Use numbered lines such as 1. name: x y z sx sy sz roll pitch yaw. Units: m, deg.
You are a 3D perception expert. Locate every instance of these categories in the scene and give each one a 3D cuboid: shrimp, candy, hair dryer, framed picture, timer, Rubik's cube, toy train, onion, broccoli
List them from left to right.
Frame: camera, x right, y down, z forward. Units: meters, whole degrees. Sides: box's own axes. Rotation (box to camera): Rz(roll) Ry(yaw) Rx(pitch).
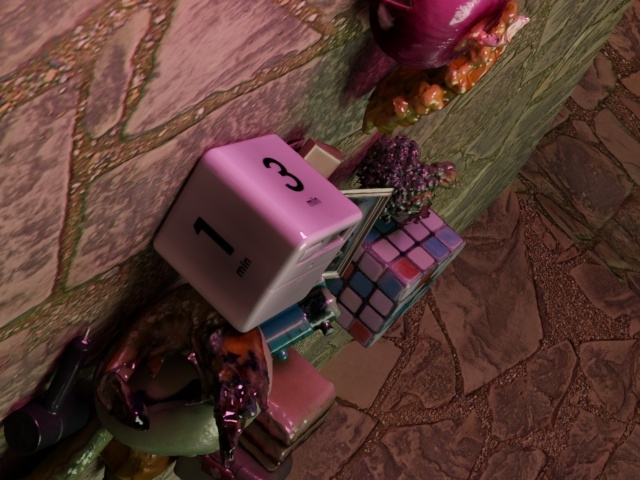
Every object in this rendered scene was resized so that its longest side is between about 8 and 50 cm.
1. hair dryer: -0.386 0.217 1.329 0.219 0.071 0.124 -62 165 20
2. shrimp: -0.199 0.190 1.261 0.272 0.445 0.085 -28 120 -7
3. candy: -0.135 0.271 1.716 0.179 0.320 0.135 -25 150 -51
4. timer: -0.090 -0.016 1.281 0.194 0.195 0.192 -56 165 28
5. toy train: -0.110 0.147 1.598 0.298 0.194 0.120 -29 161 -5
6. framed picture: 0.000 0.000 1.778 0.232 0.019 0.296 -5 144 -29
7. Rubik's cube: 0.130 0.042 2.033 0.256 0.259 0.253 -35 164 -44
8. broccoli: 0.203 -0.157 1.859 0.275 0.198 0.177 -42 123 -52
9. onion: 0.155 -0.331 1.226 0.200 0.201 0.207 -44 -161 -15

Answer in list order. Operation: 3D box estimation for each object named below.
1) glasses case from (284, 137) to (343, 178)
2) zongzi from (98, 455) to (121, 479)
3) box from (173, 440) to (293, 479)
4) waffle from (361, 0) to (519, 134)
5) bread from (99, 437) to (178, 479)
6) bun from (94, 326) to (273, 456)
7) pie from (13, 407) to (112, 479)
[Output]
1. glasses case: -0.067 -0.099 1.435 0.193 0.070 0.102 -49 140 14
2. zongzi: -0.442 0.490 1.870 0.205 0.094 0.204 -52 162 22
3. box: -0.172 0.434 1.713 0.148 0.210 0.129 -32 150 -57
4. waffle: 0.197 -0.286 1.438 0.302 0.068 0.325 -48 -160 -21
5. bread: -0.300 0.363 1.820 0.195 0.149 0.344 -55 165 27
6. bun: -0.206 0.246 1.422 0.293 0.293 0.187 -39 131 -33
7. pie: -0.440 0.375 1.515 0.323 0.070 0.323 -43 -178 2
